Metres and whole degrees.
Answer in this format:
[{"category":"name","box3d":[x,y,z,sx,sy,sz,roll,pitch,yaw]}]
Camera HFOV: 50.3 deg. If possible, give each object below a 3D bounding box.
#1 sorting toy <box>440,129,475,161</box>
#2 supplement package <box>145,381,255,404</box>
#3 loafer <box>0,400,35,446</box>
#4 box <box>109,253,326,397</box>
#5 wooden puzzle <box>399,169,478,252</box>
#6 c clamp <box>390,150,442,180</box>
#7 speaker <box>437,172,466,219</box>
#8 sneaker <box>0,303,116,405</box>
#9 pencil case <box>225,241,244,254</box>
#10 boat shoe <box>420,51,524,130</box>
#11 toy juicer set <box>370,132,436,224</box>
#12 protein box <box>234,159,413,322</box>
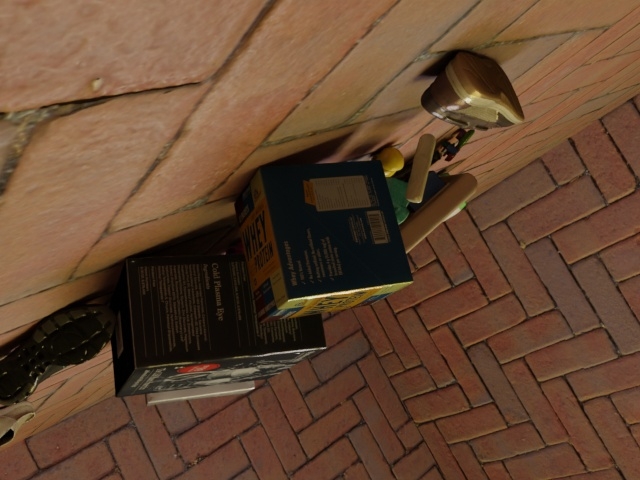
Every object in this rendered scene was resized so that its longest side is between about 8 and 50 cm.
[{"category":"sorting toy","box3d":[0.295,-0.217,1.513,0.061,0.042,0.102,-43,172,-43]},{"category":"supplement package","box3d":[-0.318,0.299,1.736,0.261,0.204,0.145,-4,164,-18]},{"category":"loafer","box3d":[-0.844,0.495,1.806,0.101,0.092,0.268,-30,173,6]},{"category":"box","box3d":[-0.200,0.155,1.219,0.312,0.179,0.343,-3,162,-22]},{"category":"wooden puzzle","box3d":[0.178,-0.061,1.611,0.322,0.080,0.348,-41,-169,-3]},{"category":"c clamp","box3d":[0.224,-0.170,1.600,0.160,0.022,0.137,-26,172,-16]},{"category":"speaker","box3d":[0.271,-0.077,1.997,0.296,0.131,0.131,-31,173,13]},{"category":"sneaker","box3d":[-0.465,0.180,1.190,0.267,0.101,0.106,-31,-165,10]},{"category":"pencil case","box3d":[-0.086,0.019,1.433,0.236,0.104,0.104,-25,172,-44]},{"category":"boat shoe","box3d":[0.235,-0.216,1.041,0.092,0.103,0.285,-27,171,29]},{"category":"toy juicer set","box3d":[0.122,-0.084,1.206,0.329,0.089,0.209,-20,-149,54]},{"category":"protein box","box3d":[0.000,0.000,1.024,0.201,0.200,0.136,-7,163,-25]}]
